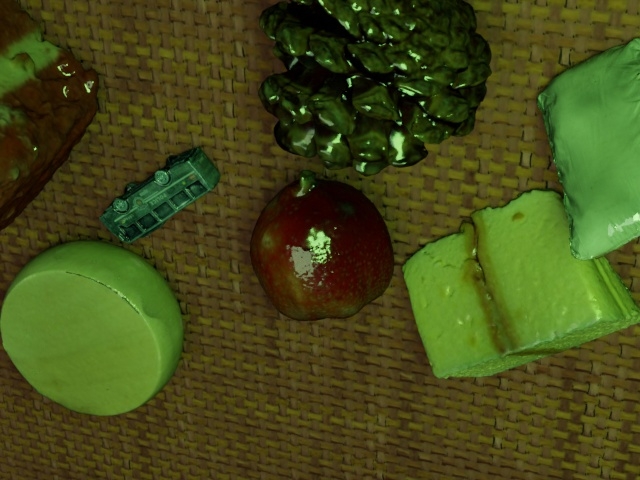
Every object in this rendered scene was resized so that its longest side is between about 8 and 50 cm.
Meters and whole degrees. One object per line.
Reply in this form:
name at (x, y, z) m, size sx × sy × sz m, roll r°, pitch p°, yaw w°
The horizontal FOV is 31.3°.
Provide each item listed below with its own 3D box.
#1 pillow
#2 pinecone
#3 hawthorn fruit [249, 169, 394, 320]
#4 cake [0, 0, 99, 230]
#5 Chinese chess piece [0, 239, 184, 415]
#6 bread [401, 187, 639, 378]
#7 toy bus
pillow at (0.291, -0.096, 1.153) m, size 0.128 × 0.229 × 0.051 m, roll -28°, pitch 139°, yaw 31°
pinecone at (0.056, -0.180, 1.182) m, size 0.243 × 0.243 × 0.257 m, roll 19°, pitch 152°, yaw 9°
hawthorn fruit at (0.000, 0.000, 1.337) m, size 0.169 × 0.169 × 0.188 m, roll 0°, pitch 114°, yaw 19°
cake at (-0.476, -0.149, 1.351) m, size 0.319 × 0.269 × 0.270 m, roll 42°, pitch 123°, yaw -8°
Chinese chess piece at (-0.306, 0.117, 1.541) m, size 0.250 × 0.097 × 0.251 m, roll 8°, pitch 121°, yaw 14°
bread at (0.234, 0.052, 1.356) m, size 0.240 × 0.135 × 0.178 m, roll -25°, pitch 73°, yaw 30°
toy bus at (-0.203, -0.056, 1.439) m, size 0.166 × 0.047 × 0.065 m, roll -30°, pitch 108°, yaw 30°
